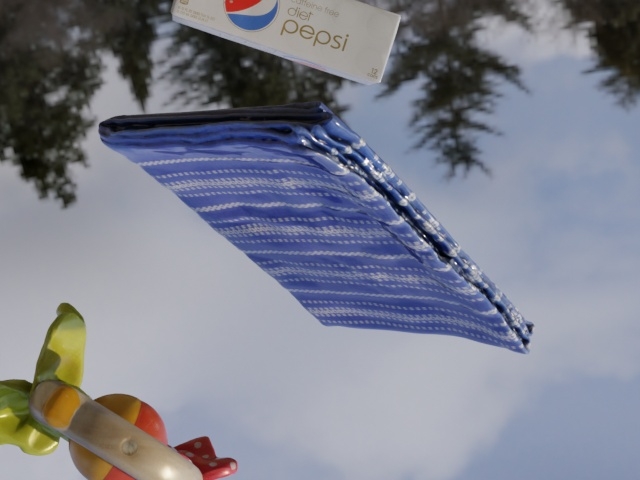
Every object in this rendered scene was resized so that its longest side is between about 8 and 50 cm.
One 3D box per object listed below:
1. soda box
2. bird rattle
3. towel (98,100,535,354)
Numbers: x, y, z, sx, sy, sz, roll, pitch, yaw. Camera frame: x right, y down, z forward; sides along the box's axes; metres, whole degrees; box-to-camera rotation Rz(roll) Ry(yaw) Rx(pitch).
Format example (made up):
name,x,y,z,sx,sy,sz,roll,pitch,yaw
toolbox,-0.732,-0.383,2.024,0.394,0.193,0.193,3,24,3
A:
name,x,y,z,sx,sy,sz,roll,pitch,yaw
soda box,-0.036,-0.221,1.206,0.216,0.073,0.069,17,-177,-8
bird rattle,-0.178,0.184,1.054,0.143,0.253,0.207,-49,-171,-13
towel,0.000,0.000,0.983,0.243,0.336,0.040,3,-119,41
